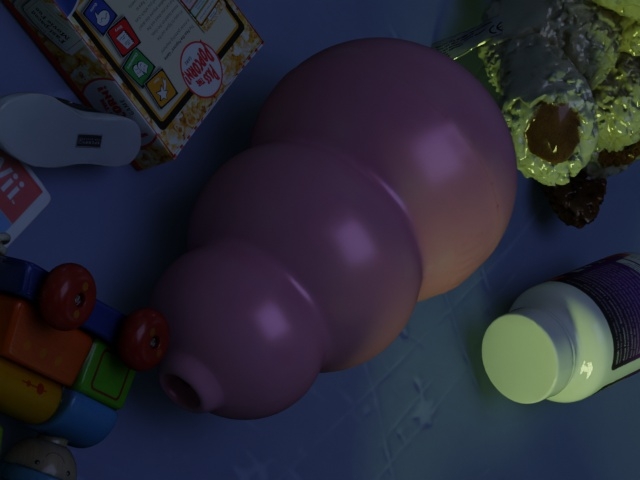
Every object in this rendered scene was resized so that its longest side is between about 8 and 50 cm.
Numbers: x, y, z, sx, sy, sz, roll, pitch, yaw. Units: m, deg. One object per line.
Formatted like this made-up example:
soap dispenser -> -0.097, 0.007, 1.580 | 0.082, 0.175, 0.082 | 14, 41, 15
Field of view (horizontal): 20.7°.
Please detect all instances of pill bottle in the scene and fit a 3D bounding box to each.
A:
pill bottle -> 0.230, 0.081, 1.546 | 0.193, 0.108, 0.108 | -17, 92, -47

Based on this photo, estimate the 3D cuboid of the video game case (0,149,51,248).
video game case -> -0.309, -0.016, 1.077 | 0.204, 0.025, 0.285 | 55, 47, -21

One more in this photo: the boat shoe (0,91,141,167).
boat shoe -> -0.181, -0.075, 1.196 | 0.142, 0.040, 0.049 | 9, 98, -56

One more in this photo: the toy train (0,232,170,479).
toy train -> -0.206, 0.073, 1.076 | 0.248, 0.105, 0.143 | 37, 67, -55

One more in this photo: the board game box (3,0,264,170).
board game box -> -0.141, -0.171, 1.274 | 0.193, 0.045, 0.147 | 53, 48, -22

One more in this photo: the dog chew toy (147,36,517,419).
dog chew toy -> 0.000, 0.000, 1.273 | 0.332, 0.206, 0.206 | -48, 114, -33

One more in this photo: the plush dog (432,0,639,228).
plush dog -> 0.241, -0.146, 1.597 | 0.262, 0.210, 0.225 | -49, 134, -11
